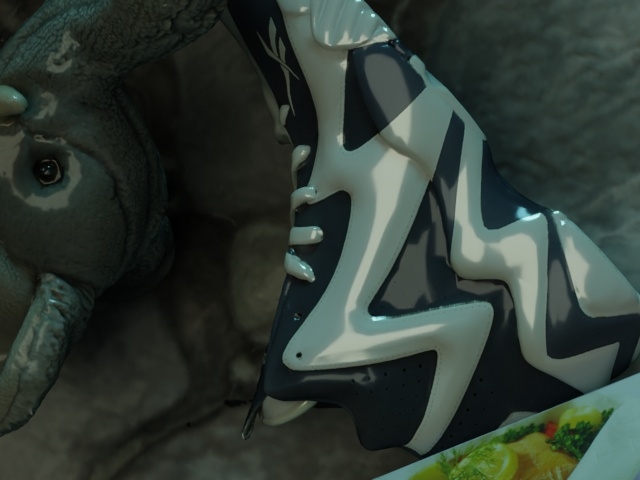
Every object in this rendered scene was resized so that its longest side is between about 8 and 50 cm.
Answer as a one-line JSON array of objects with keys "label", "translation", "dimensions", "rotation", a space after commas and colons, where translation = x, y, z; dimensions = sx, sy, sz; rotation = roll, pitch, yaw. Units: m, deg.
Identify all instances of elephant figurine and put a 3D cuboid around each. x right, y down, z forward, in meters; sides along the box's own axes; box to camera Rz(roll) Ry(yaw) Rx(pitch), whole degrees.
[{"label": "elephant figurine", "translation": [-0.130, -0.007, 0.719], "dimensions": [0.239, 0.186, 0.169], "rotation": [6, 68, 26]}]

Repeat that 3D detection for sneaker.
[{"label": "sneaker", "translation": [0.000, 0.000, 0.717], "dimensions": [0.153, 0.094, 0.235], "rotation": [-44, 87, 3]}]

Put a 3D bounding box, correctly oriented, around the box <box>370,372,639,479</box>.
[{"label": "box", "translation": [0.017, 0.135, 0.680], "dimensions": [0.324, 0.067, 0.063], "rotation": [-24, 39, 13]}]
